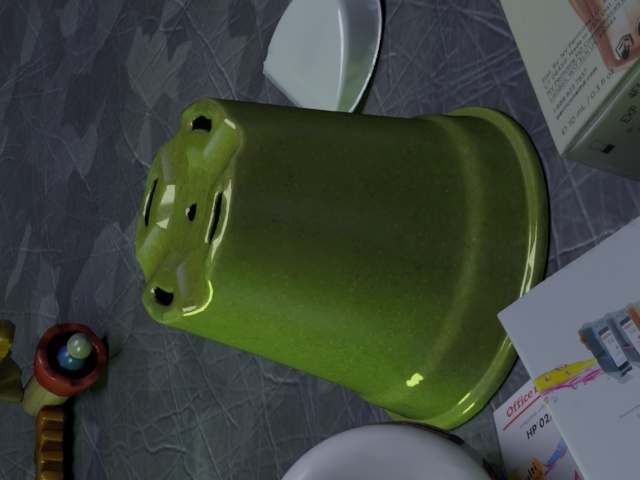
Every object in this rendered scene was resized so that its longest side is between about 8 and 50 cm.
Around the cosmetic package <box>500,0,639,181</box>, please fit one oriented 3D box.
[{"bbox_3d":[0.212,-0.183,1.187,0.129,0.153,0.296,-54,37,36],"label":"cosmetic package"}]

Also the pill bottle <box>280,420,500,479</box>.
[{"bbox_3d":[0.053,0.204,1.208,0.278,0.162,0.162,45,-126,-82],"label":"pill bottle"}]

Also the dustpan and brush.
[{"bbox_3d":[0.026,-0.226,1.676,0.147,0.060,0.211,47,127,46],"label":"dustpan and brush"}]

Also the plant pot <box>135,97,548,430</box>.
[{"bbox_3d":[0.000,0.000,1.402,0.276,0.254,0.276,-33,51,53],"label":"plant pot"}]

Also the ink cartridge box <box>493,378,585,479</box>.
[{"bbox_3d":[0.179,0.144,1.209,0.104,0.062,0.181,-50,38,42],"label":"ink cartridge box"}]

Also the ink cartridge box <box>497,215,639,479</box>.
[{"bbox_3d":[0.211,0.096,1.048,0.127,0.128,0.176,-34,40,10],"label":"ink cartridge box"}]

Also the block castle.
[{"bbox_3d":[-0.478,0.218,2.024,0.213,0.453,0.303,130,143,-54],"label":"block castle"}]
